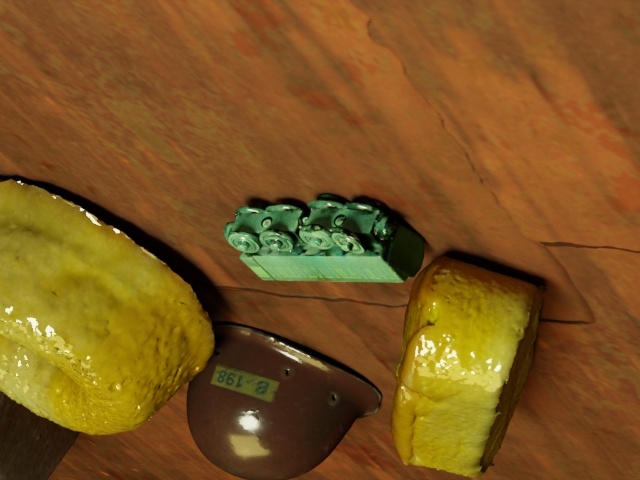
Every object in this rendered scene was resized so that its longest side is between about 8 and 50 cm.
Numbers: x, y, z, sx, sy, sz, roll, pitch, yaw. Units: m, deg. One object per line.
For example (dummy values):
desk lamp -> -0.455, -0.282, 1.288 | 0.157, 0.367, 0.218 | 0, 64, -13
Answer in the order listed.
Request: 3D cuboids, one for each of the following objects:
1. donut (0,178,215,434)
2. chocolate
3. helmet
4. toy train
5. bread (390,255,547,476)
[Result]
donut -> -0.224, 0.066, 1.406 | 0.277, 0.108, 0.277 | 25, 156, 11
chocolate -> -0.364, 0.168, 1.784 | 0.112, 0.112, 0.321 | 15, 156, 24
helmet -> -0.043, 0.155, 1.465 | 0.175, 0.106, 0.155 | 13, 156, 12
toy train -> 0.000, 0.000, 1.165 | 0.148, 0.038, 0.071 | 0, 151, 42
bread -> 0.096, 0.096, 1.205 | 0.094, 0.102, 0.245 | 17, 158, 9
